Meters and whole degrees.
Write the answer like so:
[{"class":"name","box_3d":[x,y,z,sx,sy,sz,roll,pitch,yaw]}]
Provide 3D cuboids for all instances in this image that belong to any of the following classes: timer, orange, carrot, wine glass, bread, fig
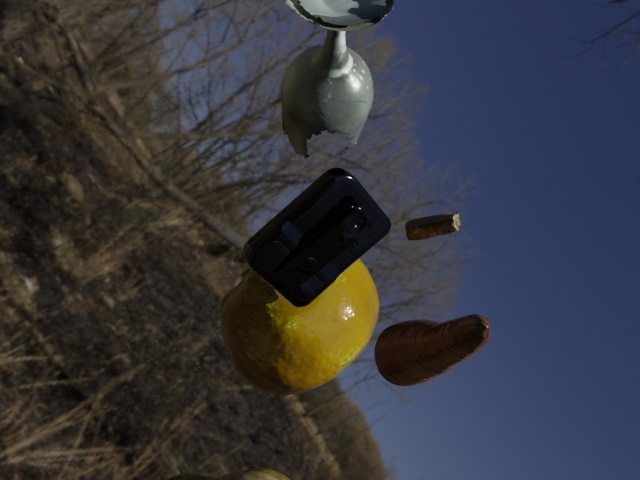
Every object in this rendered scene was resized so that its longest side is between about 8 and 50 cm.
[{"class":"timer","box_3d":[0.000,0.000,1.021,0.144,0.187,0.055,46,4,-39]},{"class":"orange","box_3d":[-0.040,0.120,1.217,0.235,0.279,0.279,49,-11,-2]},{"class":"carrot","box_3d":[0.100,0.088,0.625,0.061,0.061,0.257,60,-18,7]},{"class":"wine glass","box_3d":[0.014,-0.237,0.990,0.143,0.143,0.321,57,-16,22]},{"class":"bread","box_3d":[0.178,-0.021,1.157,0.047,0.083,0.036,-35,112,-70]},{"class":"fig","box_3d":[-0.107,0.301,0.830,0.093,0.166,0.093,7,90,-85]}]
